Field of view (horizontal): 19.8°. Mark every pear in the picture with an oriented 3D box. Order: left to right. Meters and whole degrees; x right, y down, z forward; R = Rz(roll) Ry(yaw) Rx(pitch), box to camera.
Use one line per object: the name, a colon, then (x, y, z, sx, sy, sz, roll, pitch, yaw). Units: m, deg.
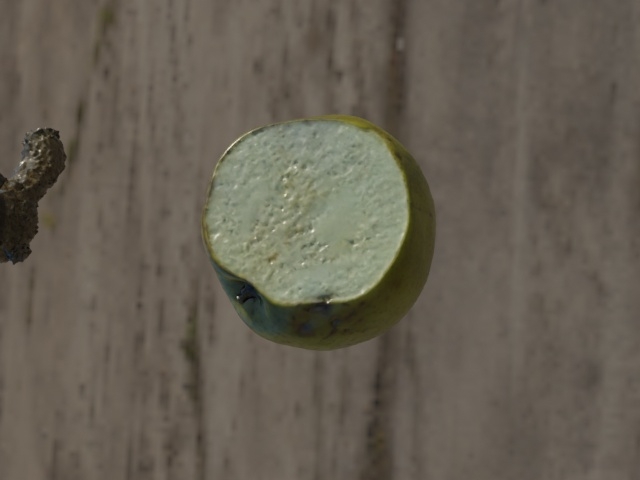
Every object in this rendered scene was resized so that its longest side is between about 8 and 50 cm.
pear: (0.000, 0.000, 1.086, 0.104, 0.141, 0.141, 82, -174, -67)

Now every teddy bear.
teddy bear: (-0.230, -0.013, 1.235, 0.078, 0.160, 0.119, 45, 123, 20)
